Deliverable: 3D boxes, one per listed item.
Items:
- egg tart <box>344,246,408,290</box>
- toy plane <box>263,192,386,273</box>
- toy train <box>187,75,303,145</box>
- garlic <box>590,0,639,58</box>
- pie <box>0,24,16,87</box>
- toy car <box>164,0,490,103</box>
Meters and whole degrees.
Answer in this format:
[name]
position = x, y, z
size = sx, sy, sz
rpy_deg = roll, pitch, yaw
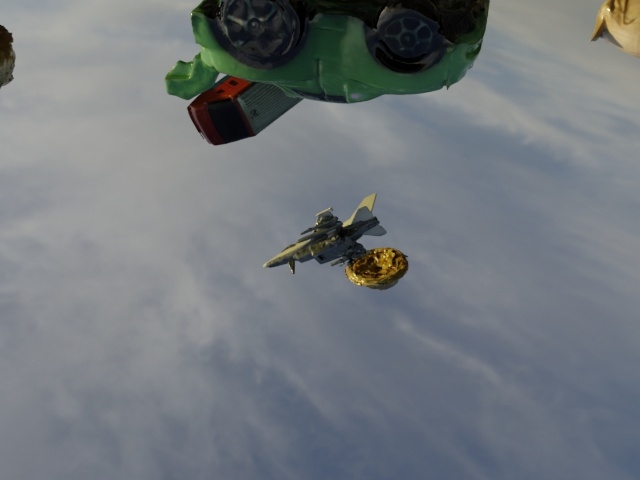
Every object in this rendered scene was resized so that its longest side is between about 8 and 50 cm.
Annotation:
[egg tart]
position = 0.109, 0.061, 1.318
size = 0.128, 0.049, 0.129
rpy_deg = -11, -152, 6
[toy plane]
position = 0.010, 0.009, 1.163
size = 0.160, 0.234, 0.082
rpy_deg = 46, -165, -50
[toy train]
position = -0.020, -0.286, 1.079
size = 0.409, 0.086, 0.089
rpy_deg = -41, -136, -18
[garlic]
position = 0.623, -0.391, 1.114
size = 0.313, 0.249, 0.286
rpy_deg = 33, -173, 36
[pie]
position = -0.630, -0.288, 1.041
size = 0.339, 0.083, 0.339
rpy_deg = 7, -146, -4
[toy car]
position = 0.005, -0.247, 0.799
size = 0.358, 0.176, 0.213
rpy_deg = 10, -137, 7
